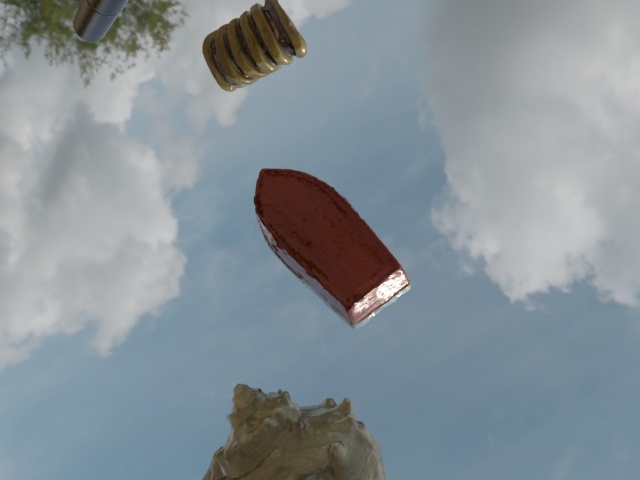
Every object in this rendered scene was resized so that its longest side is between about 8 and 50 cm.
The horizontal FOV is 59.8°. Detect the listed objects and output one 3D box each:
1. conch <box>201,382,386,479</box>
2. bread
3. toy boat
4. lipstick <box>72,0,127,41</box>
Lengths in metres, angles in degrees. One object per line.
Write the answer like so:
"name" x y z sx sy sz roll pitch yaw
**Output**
"conch" -0.045 0.310 0.562 0.263 0.186 0.324 -29 -115 17
"bread" -0.138 -0.393 1.122 0.225 0.081 0.134 -18 -79 35
"toy boat" 0.000 0.000 0.905 0.145 0.133 0.332 -37 -121 -9
"lipstick" -0.291 -0.360 0.781 0.357 0.057 0.057 -2 -113 58
